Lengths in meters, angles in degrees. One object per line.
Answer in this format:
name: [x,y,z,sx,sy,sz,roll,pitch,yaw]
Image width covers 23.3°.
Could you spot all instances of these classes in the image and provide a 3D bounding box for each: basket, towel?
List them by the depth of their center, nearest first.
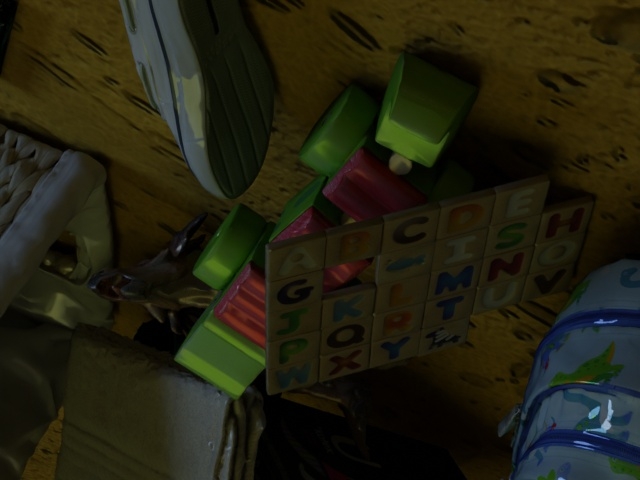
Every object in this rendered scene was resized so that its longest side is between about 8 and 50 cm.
towel: [-0.143,0.186,1.328,0.049,0.187,0.282,2,-171,-38]
basket: [-0.376,0.079,1.387,0.266,0.331,0.328,25,151,8]

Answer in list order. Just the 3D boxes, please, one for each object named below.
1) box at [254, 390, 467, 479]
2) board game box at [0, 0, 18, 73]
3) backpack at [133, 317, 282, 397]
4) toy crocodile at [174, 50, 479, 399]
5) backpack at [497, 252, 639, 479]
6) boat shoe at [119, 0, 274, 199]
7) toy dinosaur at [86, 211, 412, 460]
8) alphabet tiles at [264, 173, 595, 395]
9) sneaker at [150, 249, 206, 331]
box: [0.013,0.257,1.406,0.270,0.143,0.165,21,-160,-31]
board game box: [-0.332,-0.192,1.215,0.186,0.026,0.126,29,152,-5]
backpack: [-0.138,0.175,1.501,0.158,0.173,0.117,35,153,-20]
toy crocodile: [0.000,0.000,1.100,0.115,0.105,0.340,38,123,-8]
backpack: [0.262,0.162,1.110,0.290,0.273,0.355,25,140,18]
boat shoe: [-0.090,-0.128,1.080,0.076,0.083,0.226,25,142,29]
toy dinosaur: [-0.044,0.072,1.315,0.200,0.127,0.296,5,149,34]
alphabet tiles: [0.075,0.031,1.096,0.237,0.009,0.198,-14,147,-11]
sneaker: [-0.110,0.061,1.424,0.059,0.053,0.144,3,135,36]
